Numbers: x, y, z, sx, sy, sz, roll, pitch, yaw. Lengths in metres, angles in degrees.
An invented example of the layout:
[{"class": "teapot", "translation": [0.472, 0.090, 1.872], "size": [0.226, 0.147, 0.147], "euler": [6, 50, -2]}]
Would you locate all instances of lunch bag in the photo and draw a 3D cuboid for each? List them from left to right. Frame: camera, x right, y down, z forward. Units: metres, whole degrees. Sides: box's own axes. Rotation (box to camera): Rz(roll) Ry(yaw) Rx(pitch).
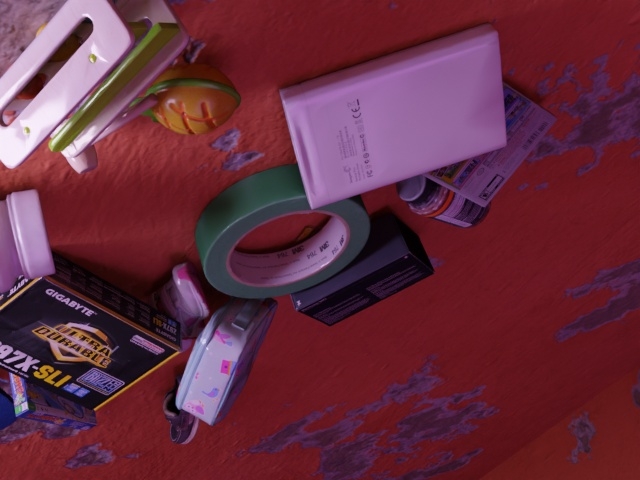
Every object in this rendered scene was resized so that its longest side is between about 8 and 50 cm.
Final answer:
[{"class": "lunch bag", "translation": [-0.184, 0.215, 1.989], "size": [0.108, 0.279, 0.224], "euler": [23, 112, 4]}]

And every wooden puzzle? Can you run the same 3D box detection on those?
[{"class": "wooden puzzle", "translation": [0.000, 0.000, 1.993], "size": [0.116, 0.014, 0.078], "euler": [6, 142, -40]}]

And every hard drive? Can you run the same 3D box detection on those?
[{"class": "hard drive", "translation": [0.127, -0.199, 1.631], "size": [0.353, 0.047, 0.233], "euler": [-18, 133, -4]}]

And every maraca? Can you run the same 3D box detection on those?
[{"class": "maraca", "translation": [-0.198, -0.200, 1.445], "size": [0.185, 0.099, 0.127], "euler": [-9, 159, 41]}]

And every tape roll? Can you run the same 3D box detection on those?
[{"class": "tape roll", "translation": [-0.069, -0.011, 1.850], "size": [0.321, 0.077, 0.321], "euler": [-14, 148, -9]}]

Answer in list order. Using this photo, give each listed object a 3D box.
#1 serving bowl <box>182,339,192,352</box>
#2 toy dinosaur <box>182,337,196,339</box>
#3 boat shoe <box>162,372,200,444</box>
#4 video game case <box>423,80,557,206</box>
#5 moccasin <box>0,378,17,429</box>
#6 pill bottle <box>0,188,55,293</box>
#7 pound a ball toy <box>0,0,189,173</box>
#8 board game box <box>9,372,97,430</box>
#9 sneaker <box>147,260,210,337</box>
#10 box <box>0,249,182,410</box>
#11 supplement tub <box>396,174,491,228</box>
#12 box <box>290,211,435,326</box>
[{"class": "serving bowl", "translation": [-0.317, 0.228, 2.170], "size": [0.083, 0.027, 0.083], "euler": [-15, 150, -9]}, {"class": "toy dinosaur", "translation": [-0.275, 0.204, 2.110], "size": [0.082, 0.090, 0.047], "euler": [19, 146, 21]}, {"class": "boat shoe", "translation": [-0.331, 0.394, 2.378], "size": [0.092, 0.103, 0.285], "euler": [0, 142, -24]}, {"class": "video game case", "translation": [0.296, -0.175, 1.779], "size": [0.193, 0.023, 0.212], "euler": [23, 113, -39]}, {"class": "moccasin", "translation": [-0.701, 0.268, 1.914], "size": [0.138, 0.117, 0.342], "euler": [-34, 146, -1]}, {"class": "pill bottle", "translation": [-0.558, 0.015, 1.513], "size": [0.283, 0.161, 0.161], "euler": [-12, 150, -14]}, {"class": "pound a ball toy", "translation": [-0.316, -0.219, 1.333], "size": [0.319, 0.136, 0.208], "euler": [-38, 172, 29]}, {"class": "board game box", "translation": [-0.536, 0.299, 1.996], "size": [0.035, 0.136, 0.201], "euler": [-29, 152, 18]}, {"class": "sneaker", "translation": [-0.283, 0.132, 1.948], "size": [0.111, 0.103, 0.252], "euler": [-13, 150, -16]}, {"class": "box", "translation": [-0.461, 0.174, 1.846], "size": [0.257, 0.079, 0.322], "euler": [-33, 131, 26]}, {"class": "supplement tub", "translation": [0.230, -0.090, 1.891], "size": [0.198, 0.106, 0.106], "euler": [15, 136, -45]}, {"class": "box", "translation": [0.079, 0.064, 2.051], "size": [0.261, 0.103, 0.184], "euler": [-28, 159, 13]}]
